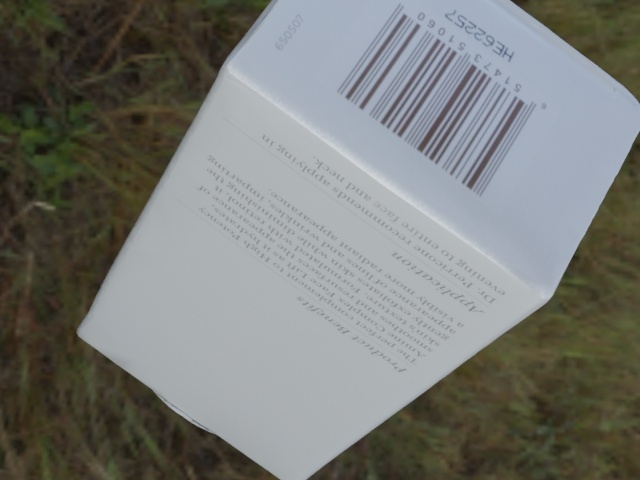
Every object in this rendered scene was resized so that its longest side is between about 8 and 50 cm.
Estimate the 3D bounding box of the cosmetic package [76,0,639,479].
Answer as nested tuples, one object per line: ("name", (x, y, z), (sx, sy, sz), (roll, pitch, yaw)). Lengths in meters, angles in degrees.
("cosmetic package", (0.000, 0.000, 0.496), (0.117, 0.231, 0.085), (37, 61, -4))
